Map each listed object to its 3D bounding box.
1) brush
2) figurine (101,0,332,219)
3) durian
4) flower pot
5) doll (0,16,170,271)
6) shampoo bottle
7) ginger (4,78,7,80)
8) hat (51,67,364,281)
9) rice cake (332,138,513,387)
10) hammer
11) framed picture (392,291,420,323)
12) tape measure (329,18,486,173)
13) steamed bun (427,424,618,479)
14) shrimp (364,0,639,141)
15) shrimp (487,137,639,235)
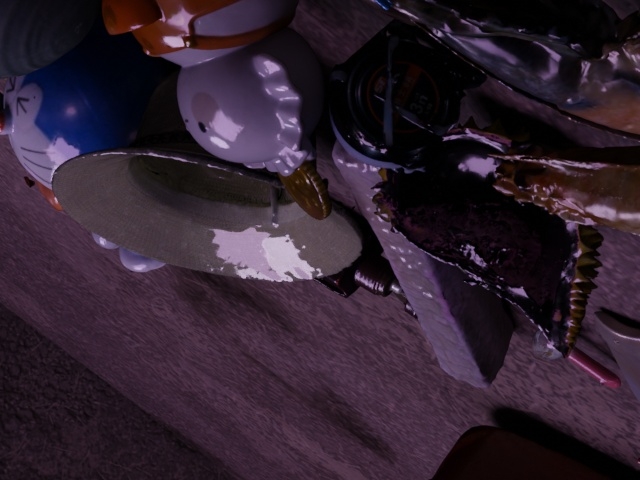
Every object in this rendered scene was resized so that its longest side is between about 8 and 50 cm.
[{"bbox_3d":[0.292,0.165,1.462,0.060,0.050,0.321,27,161,40],"label":"brush"},{"bbox_3d":[-0.055,-0.140,1.145,0.271,0.143,0.143,51,160,-17],"label":"figurine"},{"bbox_3d":[0.137,-0.026,1.202,0.186,0.119,0.108,36,-159,13],"label":"durian"},{"bbox_3d":[-0.287,-0.228,1.351,0.243,0.157,0.189,34,165,13],"label":"flower pot"},{"bbox_3d":[-0.192,-0.087,1.530,0.257,0.161,0.215,69,-175,-52],"label":"doll"},{"bbox_3d":[0.001,0.000,1.562,0.236,0.068,0.067,32,164,21],"label":"shampoo bottle"},{"bbox_3d":[-0.336,-0.201,1.685,0.298,0.065,0.118,19,143,43],"label":"ginger"},{"bbox_3d":[-0.077,-0.071,1.376,0.257,0.130,0.257,11,161,4],"label":"hat"},{"bbox_3d":[0.091,0.009,1.390,0.064,0.070,0.399,21,158,28],"label":"rice cake"},{"bbox_3d":[0.219,0.099,1.449,0.083,0.031,0.052,34,166,-1],"label":"hammer"},{"bbox_3d":[0.111,0.077,1.650,0.089,0.007,0.066,47,161,-31],"label":"framed picture"},{"bbox_3d":[0.050,-0.095,1.138,0.091,0.094,0.054,36,162,-2],"label":"tape measure"},{"bbox_3d":[0.260,0.364,1.729,0.379,0.235,0.248,25,155,32],"label":"steamed bun"},{"bbox_3d":[0.136,-0.126,0.866,0.290,0.054,0.222,21,161,-4],"label":"shrimp"},{"bbox_3d":[0.221,-0.020,1.065,0.248,0.068,0.150,20,162,29],"label":"shrimp"}]
